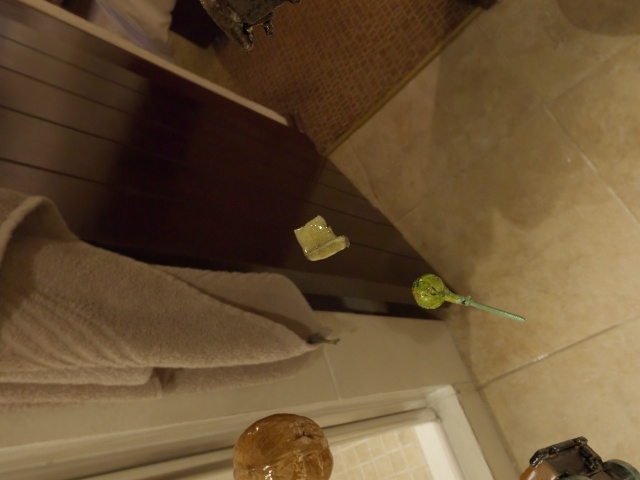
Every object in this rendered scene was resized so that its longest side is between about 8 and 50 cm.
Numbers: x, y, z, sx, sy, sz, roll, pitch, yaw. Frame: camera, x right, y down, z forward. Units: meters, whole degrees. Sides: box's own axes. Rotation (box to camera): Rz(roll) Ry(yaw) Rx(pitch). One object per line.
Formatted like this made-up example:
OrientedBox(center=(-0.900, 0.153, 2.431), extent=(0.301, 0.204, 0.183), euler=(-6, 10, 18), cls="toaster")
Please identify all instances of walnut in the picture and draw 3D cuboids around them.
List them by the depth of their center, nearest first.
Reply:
OrientedBox(center=(-0.079, 0.463, 0.933), extent=(0.195, 0.221, 0.195), euler=(-13, 66, 30), cls="walnut")

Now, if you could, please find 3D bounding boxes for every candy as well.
OrientedBox(center=(0.254, 0.107, 0.782), extent=(0.193, 0.058, 0.062), euler=(16, 91, 23), cls="candy")

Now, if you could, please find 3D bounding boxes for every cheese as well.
OrientedBox(center=(0.000, 0.000, 0.632), extent=(0.060, 0.041, 0.084), euler=(-29, 37, -8), cls="cheese")

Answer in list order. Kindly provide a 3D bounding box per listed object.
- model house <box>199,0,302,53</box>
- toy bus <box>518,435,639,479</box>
OrientedBox(center=(-0.079, -0.335, 0.486), extent=(0.164, 0.141, 0.203), euler=(-28, 96, 21), cls="model house")
OrientedBox(center=(0.389, 0.437, 0.555), extent=(0.323, 0.161, 0.194), euler=(48, 120, 46), cls="toy bus")
